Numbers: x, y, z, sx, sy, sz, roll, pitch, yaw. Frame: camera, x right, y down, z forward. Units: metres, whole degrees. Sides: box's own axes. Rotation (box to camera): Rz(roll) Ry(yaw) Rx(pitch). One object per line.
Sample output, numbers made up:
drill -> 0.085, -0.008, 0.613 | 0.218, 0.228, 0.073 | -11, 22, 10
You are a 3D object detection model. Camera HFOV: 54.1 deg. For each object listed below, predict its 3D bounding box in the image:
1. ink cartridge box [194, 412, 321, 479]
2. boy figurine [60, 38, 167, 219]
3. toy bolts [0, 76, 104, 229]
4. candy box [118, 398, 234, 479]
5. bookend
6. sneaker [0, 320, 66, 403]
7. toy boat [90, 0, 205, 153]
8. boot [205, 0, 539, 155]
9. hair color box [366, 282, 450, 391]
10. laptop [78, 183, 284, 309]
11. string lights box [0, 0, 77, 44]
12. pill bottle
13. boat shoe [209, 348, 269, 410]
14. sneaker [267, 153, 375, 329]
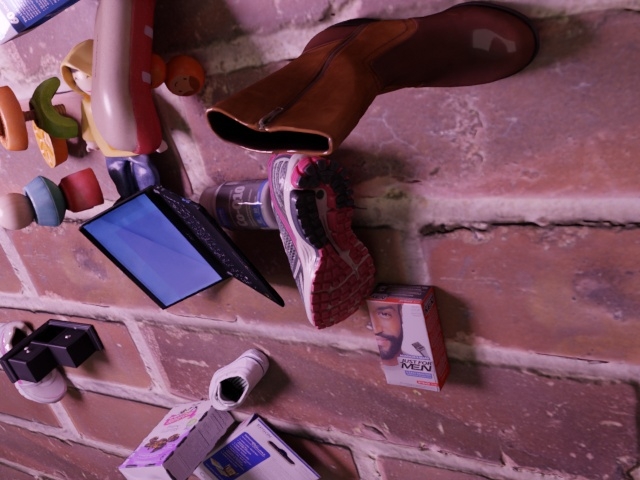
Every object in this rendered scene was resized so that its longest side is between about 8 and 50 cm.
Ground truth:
ink cartridge box -> -0.141, 0.488, 1.369 | 0.176, 0.069, 0.371 | 44, 135, -1
boy figurine -> -0.322, -0.175, 1.008 | 0.177, 0.092, 0.285 | 11, 129, 29
toy bolts -> -0.486, -0.124, 1.039 | 0.218, 0.158, 0.229 | -17, 96, 58
candy box -> -0.306, 0.434, 1.342 | 0.164, 0.196, 0.070 | -20, 108, 39
bookend -> -0.620, 0.261, 1.447 | 0.156, 0.157, 0.072 | 2, 122, 32
sneaker -> -0.733, 0.308, 1.586 | 0.111, 0.103, 0.252 | -26, 105, 42
toy boat -> -0.238, -0.236, 0.884 | 0.151, 0.151, 0.231 | -2, 86, 64
boot -> 0.063, -0.168, 0.639 | 0.264, 0.280, 0.096 | 15, 128, 23
hair color box -> 0.137, 0.149, 0.969 | 0.093, 0.053, 0.167 | 1, 120, 32
laptop -> -0.227, 0.039, 1.014 | 0.264, 0.136, 0.234 | 23, 156, 50
string lights box -> -0.355, -0.373, 0.811 | 0.259, 0.077, 0.133 | -17, 117, 26
pill bottle -> -0.116, -0.054, 0.969 | 0.137, 0.078, 0.078 | -1, 120, 32
boat shoe -> -0.182, 0.292, 1.250 | 0.083, 0.076, 0.226 | 38, 133, 4
sneaker -> 0.000, 0.000, 0.926 | 0.112, 0.120, 0.299 | 34, 142, 48
